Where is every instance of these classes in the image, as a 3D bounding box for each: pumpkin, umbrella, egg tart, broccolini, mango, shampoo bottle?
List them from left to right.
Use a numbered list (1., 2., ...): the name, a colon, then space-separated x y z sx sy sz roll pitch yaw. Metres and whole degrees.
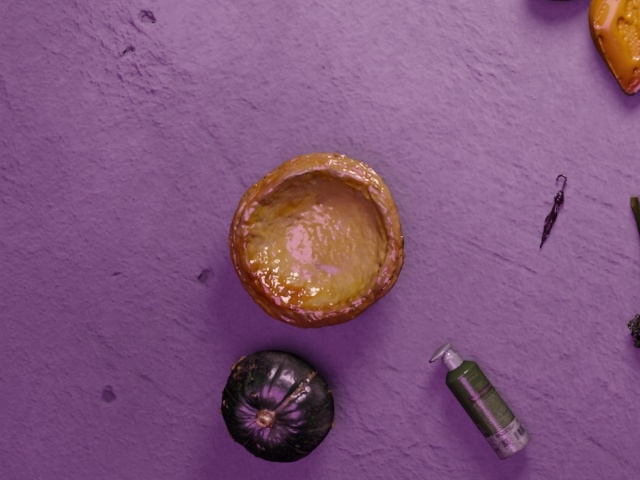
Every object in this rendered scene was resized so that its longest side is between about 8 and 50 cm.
1. pumpkin: -0.071 0.271 2.045 0.190 0.146 0.190 2 93 34
2. egg tart: 0.000 0.000 1.994 0.294 0.123 0.293 2 97 14
3. shampoo bottle: 0.252 0.254 2.009 0.065 0.065 0.204 -36 91 16
4. umbrella: 0.365 -0.044 1.955 0.022 0.013 0.122 18 105 22
5. mango: 0.454 -0.310 1.861 0.101 0.066 0.187 -15 102 7
6. broccolini: 0.504 0.056 1.938 0.058 0.071 0.254 -6 93 56
